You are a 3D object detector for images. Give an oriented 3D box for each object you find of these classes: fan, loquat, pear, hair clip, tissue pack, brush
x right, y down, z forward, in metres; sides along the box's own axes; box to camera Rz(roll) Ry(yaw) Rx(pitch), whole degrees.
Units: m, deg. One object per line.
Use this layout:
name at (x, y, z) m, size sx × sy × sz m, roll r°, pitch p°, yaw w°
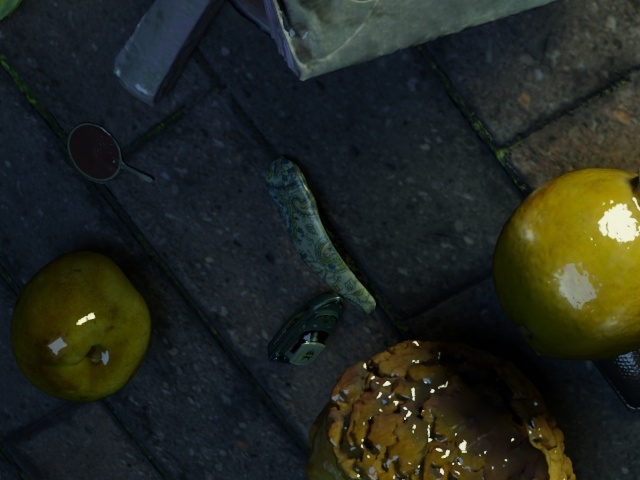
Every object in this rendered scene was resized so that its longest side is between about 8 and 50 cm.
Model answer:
fan at (-0.273, -0.104, 1.741) m, size 0.133 × 0.005 × 0.085 m, roll 24°, pitch 124°, yaw 14°
loquat at (0.296, 0.012, 1.407) m, size 0.213 × 0.213 × 0.246 m, roll 36°, pitch 129°, yaw 4°
pear at (-0.319, 0.119, 1.779) m, size 0.200 × 0.200 × 0.200 m, roll 12°, pitch 121°, yaw 20°
hair clip at (-0.001, 0.001, 1.647) m, size 0.066 × 0.036 × 0.229 m, roll -22°, pitch 105°, yaw 40°
tissue pack at (0.105, -0.322, 1.251) m, size 0.361 × 0.122 × 0.259 m, roll -18°, pitch 116°, yaw -8°
brush at (0.333, 0.121, 1.561) m, size 0.063 × 0.016 × 0.193 m, roll -31°, pitch 101°, yaw 34°

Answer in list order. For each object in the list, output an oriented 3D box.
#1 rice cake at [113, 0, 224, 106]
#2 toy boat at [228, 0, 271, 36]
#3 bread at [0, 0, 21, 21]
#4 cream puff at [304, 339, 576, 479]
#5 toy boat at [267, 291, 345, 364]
rice cake at (-0.136, -0.295, 1.535) m, size 0.072 × 0.056 × 0.365 m, roll 43°, pitch 127°, yaw 5°
toy boat at (-0.036, -0.276, 1.423) m, size 0.155 × 0.227 × 0.085 m, roll 26°, pitch 83°, yaw 26°
bread at (-0.473, -0.398, 1.652) m, size 0.301 × 0.045 × 0.301 m, roll 12°, pitch 119°, yaw 22°
cream puff at (0.145, 0.273, 1.544) m, size 0.327 × 0.343 × 0.231 m, roll 24°, pitch 141°, yaw -12°
toy boat at (-0.013, 0.111, 1.699) m, size 0.055 × 0.060 × 0.141 m, roll 9°, pitch 136°, yaw -33°
